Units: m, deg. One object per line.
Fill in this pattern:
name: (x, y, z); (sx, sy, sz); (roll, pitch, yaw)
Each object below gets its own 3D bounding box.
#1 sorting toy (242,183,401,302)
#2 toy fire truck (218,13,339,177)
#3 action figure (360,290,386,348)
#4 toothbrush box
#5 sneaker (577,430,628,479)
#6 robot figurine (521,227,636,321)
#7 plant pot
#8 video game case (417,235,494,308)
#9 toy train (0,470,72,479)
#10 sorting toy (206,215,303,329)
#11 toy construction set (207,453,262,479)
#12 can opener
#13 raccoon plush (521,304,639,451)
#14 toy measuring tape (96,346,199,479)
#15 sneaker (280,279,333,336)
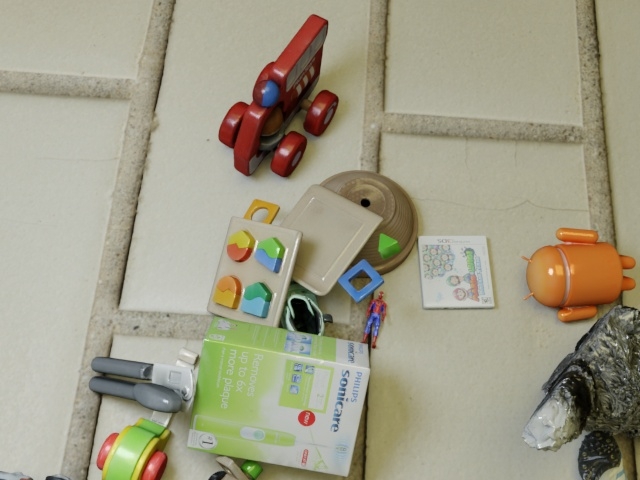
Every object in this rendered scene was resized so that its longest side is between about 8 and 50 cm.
sorting toy: (0.000, 0.000, 1.525); (0.348, 0.047, 0.196); (30, 73, 34)
toy fire truck: (-0.085, -0.287, 1.636); (0.169, 0.254, 0.302); (31, 67, 10)
action figure: (0.108, 0.152, 1.576); (0.038, 0.030, 0.115); (12, 63, 7)
toothbrush box: (-0.071, 0.268, 1.393); (0.283, 0.122, 0.206); (11, 104, -2)
sneaker: (0.523, 0.458, 1.447); (0.085, 0.086, 0.237); (-18, 52, 19)
robot figurine: (0.504, 0.065, 1.586); (0.220, 0.158, 0.128); (-4, 44, -5)
plant pot: (0.086, -0.052, 1.622); (0.237, 0.109, 0.237); (2, 66, -4)
video game case: (0.273, 0.063, 1.630); (0.143, 0.019, 0.157); (0, 66, -4)
toy train: (-0.515, 0.541, 1.305); (0.190, 0.142, 0.333); (8, 65, 10)
sorting toy: (-0.131, 0.059, 1.501); (0.208, 0.038, 0.193); (13, 87, 43)
toy construction set: (-0.119, 0.497, 1.320); (0.309, 0.257, 0.237); (47, 57, -6)
can opener: (-0.318, 0.244, 1.393); (0.280, 0.093, 0.074); (0, 80, 44)
raccoon plush: (0.537, 0.324, 1.394); (0.299, 0.216, 0.446); (41, 48, 14)
toy measuring tape: (-0.303, 0.330, 1.420); (0.121, 0.121, 0.330); (22, 66, 6)
sneaker: (-0.044, 0.097, 1.522); (0.094, 0.151, 0.255); (-18, 67, -10)
